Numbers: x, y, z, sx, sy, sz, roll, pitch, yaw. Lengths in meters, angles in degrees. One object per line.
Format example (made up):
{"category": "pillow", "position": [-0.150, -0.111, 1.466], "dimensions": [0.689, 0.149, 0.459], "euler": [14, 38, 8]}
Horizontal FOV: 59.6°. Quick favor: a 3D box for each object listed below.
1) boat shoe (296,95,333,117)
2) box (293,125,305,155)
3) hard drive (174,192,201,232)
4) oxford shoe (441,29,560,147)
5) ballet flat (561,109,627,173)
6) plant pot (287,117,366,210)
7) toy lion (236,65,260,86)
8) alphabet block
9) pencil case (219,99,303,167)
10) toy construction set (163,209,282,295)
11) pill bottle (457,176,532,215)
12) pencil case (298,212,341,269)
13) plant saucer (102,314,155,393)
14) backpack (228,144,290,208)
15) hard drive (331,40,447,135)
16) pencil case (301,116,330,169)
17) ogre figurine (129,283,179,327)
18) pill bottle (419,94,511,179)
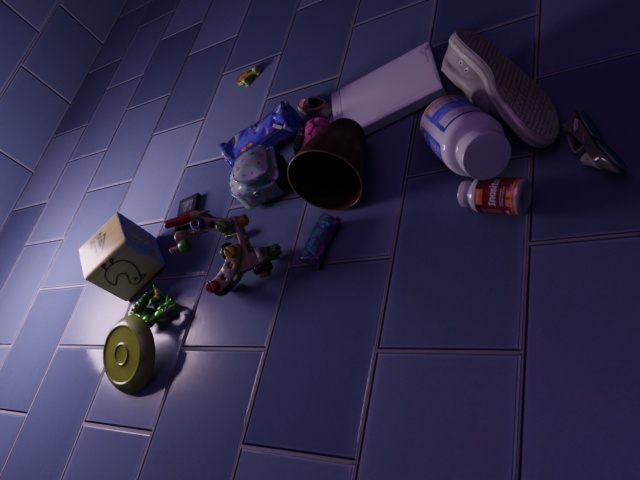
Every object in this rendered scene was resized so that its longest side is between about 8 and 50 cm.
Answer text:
{"category": "boat shoe", "position": [-0.026, -0.464, 1.896], "dimensions": [0.170, 0.059, 0.063], "euler": [22, 75, 44]}
{"category": "box", "position": [-0.067, -0.318, 1.818], "dimensions": [0.018, 0.067, 0.083], "euler": [11, 63, 10]}
{"category": "hard drive", "position": [-0.478, -0.100, 2.011], "dimensions": [0.094, 0.022, 0.135], "euler": [-19, 50, 26]}
{"category": "oxford shoe", "position": [0.448, -0.373, 1.428], "dimensions": [0.449, 0.169, 0.130], "euler": [65, 146, 37]}
{"category": "ballet flat", "position": [0.599, -0.203, 1.235], "dimensions": [0.068, 0.072, 0.213], "euler": [-51, 35, 38]}
{"category": "plant pot", "position": [0.044, -0.241, 1.600], "dimensions": [0.216, 0.215, 0.230], "euler": [-10, 41, 33]}
{"category": "toy lion", "position": [-0.300, -0.672, 2.283], "dimensions": [0.100, 0.034, 0.096], "euler": [-47, 36, 0]}
{"category": "alphabet block", "position": [-0.691, 0.057, 1.944], "dimensions": [0.197, 0.192, 0.193], "euler": [-44, 42, 5]}
{"category": "pencil case", "position": [-0.203, -0.352, 1.908], "dimensions": [0.306, 0.119, 0.133], "euler": [-30, 24, 19]}
{"category": "toy construction set", "position": [-0.252, -0.001, 1.586], "dimensions": [0.237, 0.309, 0.257], "euler": [-17, 59, 22]}
{"category": "pill bottle", "position": [0.400, -0.104, 1.290], "dimensions": [0.152, 0.086, 0.086], "euler": [7, 65, 41]}
{"category": "pencil case", "position": [0.000, 0.000, 1.540], "dimensions": [0.070, 0.064, 0.151], "euler": [-1, 59, 56]}
{"category": "plant saucer", "position": [-0.595, 0.348, 1.706], "dimensions": [0.241, 0.037, 0.240], "euler": [-5, 81, 34]}
{"category": "backpack", "position": [-0.207, -0.200, 1.791], "dimensions": [0.188, 0.144, 0.165], "euler": [-31, 51, 21]}
{"category": "hard drive", "position": [0.199, -0.450, 1.723], "dimensions": [0.353, 0.047, 0.232], "euler": [-23, 49, 23]}
{"category": "pencil case", "position": [-0.026, -0.284, 1.750], "dimensions": [0.098, 0.095, 0.209], "euler": [-23, 44, 45]}
{"category": "ogre figurine", "position": [-0.535, 0.217, 1.784], "dimensions": [0.197, 0.096, 0.118], "euler": [32, 64, 31]}
{"category": "pill bottle", "position": [0.346, -0.244, 1.334], "dimensions": [0.152, 0.152, 0.272], "euler": [-37, 27, 11]}
